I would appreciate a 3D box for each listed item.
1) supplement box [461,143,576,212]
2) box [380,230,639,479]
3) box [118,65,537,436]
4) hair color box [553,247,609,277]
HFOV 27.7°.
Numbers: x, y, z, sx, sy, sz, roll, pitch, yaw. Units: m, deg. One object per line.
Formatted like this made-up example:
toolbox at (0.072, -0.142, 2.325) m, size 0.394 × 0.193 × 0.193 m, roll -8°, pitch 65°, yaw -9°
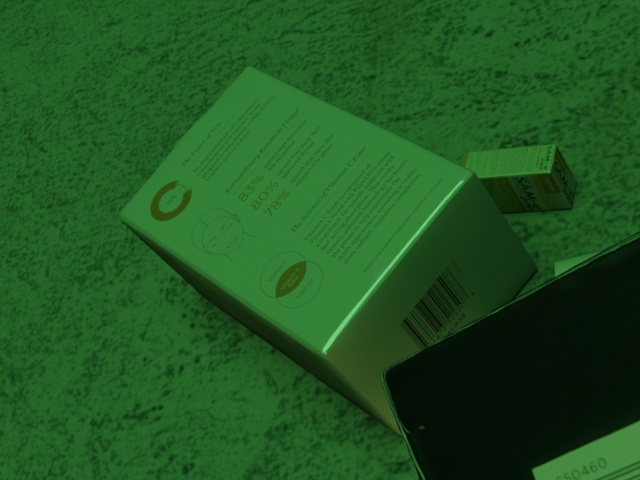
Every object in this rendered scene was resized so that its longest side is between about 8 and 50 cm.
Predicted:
supplement box at (0.193, -0.059, 1.274) m, size 0.098 × 0.062 × 0.036 m, roll -4°, pitch 54°, yaw 33°
box at (0.261, 0.163, 0.736) m, size 0.212 × 0.395 × 0.294 m, roll -32°, pitch 68°, yaw 29°
box at (0.000, 0.000, 1.283) m, size 0.215 × 0.168 × 0.345 m, roll -50°, pitch 45°, yaw -9°
hair color box at (0.367, 0.070, 1.023) m, size 0.347 × 0.105 × 0.174 m, roll -15°, pitch 50°, yaw 25°
